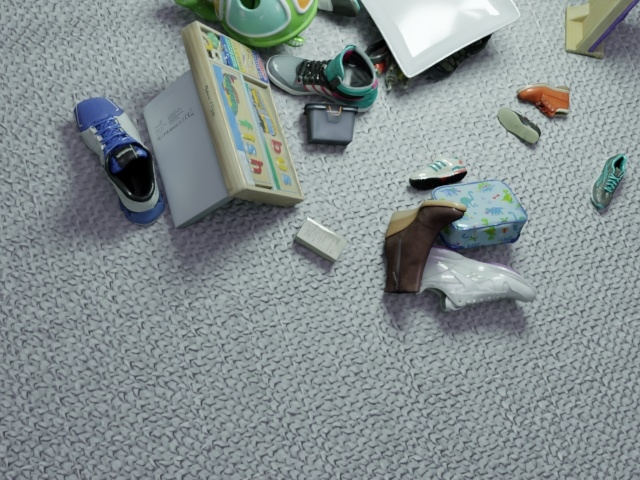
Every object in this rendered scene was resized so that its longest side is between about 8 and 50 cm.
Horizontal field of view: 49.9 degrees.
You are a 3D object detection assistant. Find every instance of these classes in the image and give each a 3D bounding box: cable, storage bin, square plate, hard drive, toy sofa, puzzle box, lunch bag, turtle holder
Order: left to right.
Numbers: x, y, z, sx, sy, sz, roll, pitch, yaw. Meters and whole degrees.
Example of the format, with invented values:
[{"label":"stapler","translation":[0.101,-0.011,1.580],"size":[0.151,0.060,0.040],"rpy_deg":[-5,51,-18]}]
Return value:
[{"label":"hard drive","translation":[-0.304,-0.207,1.578],"size":[0.040,0.203,0.308],"rpy_deg":[-5,74,-51]},{"label":"puzzle box","translation":[-0.173,-0.282,1.598],"size":[0.052,0.272,0.409],"rpy_deg":[-22,79,24]},{"label":"turtle holder","translation":[-0.171,-0.620,1.679],"size":[0.320,0.227,0.243],"rpy_deg":[26,82,19]},{"label":"storage bin","translation":[0.027,-0.290,1.723],"size":[0.135,0.098,0.091],"rpy_deg":[1,86,-12]},{"label":"cable","translation":[0.207,-0.528,1.855],"size":[0.139,0.072,0.287],"rpy_deg":[18,59,10]},{"label":"square plate","translation":[0.285,-0.636,1.787],"size":[0.344,0.049,0.347],"rpy_deg":[-29,83,-4]},{"label":"lunch bag","translation":[0.388,-0.069,1.714],"size":[0.218,0.090,0.176],"rpy_deg":[-9,48,-16]},{"label":"toy sofa","translation":[0.812,-0.646,1.840],"size":[0.177,0.362,0.150],"rpy_deg":[7,74,-5]}]

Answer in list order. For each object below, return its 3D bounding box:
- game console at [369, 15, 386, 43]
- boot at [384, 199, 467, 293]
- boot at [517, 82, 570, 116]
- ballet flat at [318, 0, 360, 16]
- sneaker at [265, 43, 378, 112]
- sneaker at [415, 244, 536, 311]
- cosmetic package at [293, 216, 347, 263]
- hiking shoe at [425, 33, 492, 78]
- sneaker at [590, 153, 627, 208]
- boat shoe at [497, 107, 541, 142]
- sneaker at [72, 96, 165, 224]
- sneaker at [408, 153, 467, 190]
[{"label":"game console","translation":[0.206,-0.581,1.841],"size":[0.122,0.107,0.071],"rpy_deg":[-18,114,-6]},{"label":"boot","translation":[0.243,0.020,1.611],"size":[0.090,0.248,0.207],"rpy_deg":[14,74,-33]},{"label":"boot","translation":[0.616,-0.384,1.890],"size":[0.157,0.059,0.085],"rpy_deg":[3,80,-12]},{"label":"ballet flat","translation":[-0.012,-0.677,1.819],"size":[0.096,0.095,0.280],"rpy_deg":[-34,74,-8]},{"label":"sneaker","translation":[0.014,-0.419,1.703],"size":[0.295,0.178,0.124],"rpy_deg":[15,73,-8]},{"label":"sneaker","translation":[0.372,0.117,1.687],"size":[0.305,0.114,0.152],"rpy_deg":[16,79,1]},{"label":"cosmetic package","translation":[0.000,0.000,1.662],"size":[0.115,0.041,0.060],"rpy_deg":[33,71,-2]},{"label":"hiking shoe","translation":[0.372,-0.521,1.841],"size":[0.227,0.114,0.086],"rpy_deg":[-38,86,-18]},{"label":"sneaker","translation":[0.782,-0.167,1.856],"size":[0.064,0.076,0.167],"rpy_deg":[23,72,-4]},{"label":"boat shoe","translation":[0.538,-0.316,1.863],"size":[0.133,0.049,0.042],"rpy_deg":[38,43,7]},{"label":"sneaker","translation":[-0.442,-0.202,1.546],"size":[0.127,0.182,0.316],"rpy_deg":[-26,82,-19]},{"label":"sneaker","translation":[0.295,-0.181,1.774],"size":[0.161,0.057,0.075],"rpy_deg":[-12,62,-14]}]
